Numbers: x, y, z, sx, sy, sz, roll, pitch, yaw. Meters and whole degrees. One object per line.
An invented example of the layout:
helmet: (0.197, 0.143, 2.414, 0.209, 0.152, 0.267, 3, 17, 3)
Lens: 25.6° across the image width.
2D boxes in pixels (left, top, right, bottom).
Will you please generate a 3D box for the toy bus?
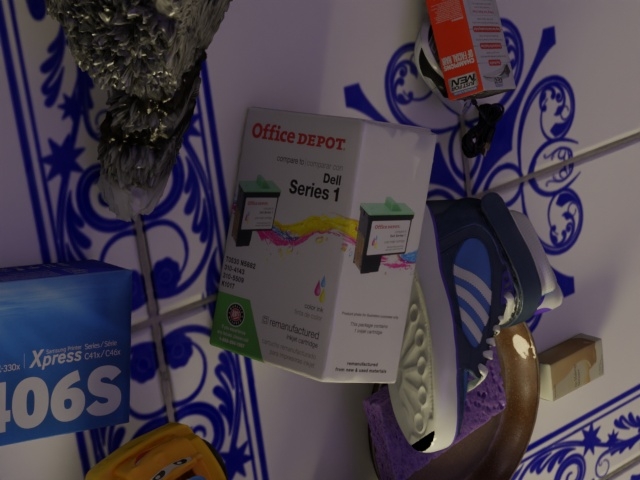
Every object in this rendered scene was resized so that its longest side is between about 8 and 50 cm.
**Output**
toy bus: (-0.111, 0.303, 1.405, 0.149, 0.211, 0.220, -29, 101, -31)

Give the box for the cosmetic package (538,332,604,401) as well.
cosmetic package: (0.347, 0.178, 1.984, 0.115, 0.041, 0.060, -22, 113, -36)

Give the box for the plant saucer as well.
plant saucer: (0.167, 0.214, 1.831, 0.311, 0.050, 0.310, -10, 105, -39)

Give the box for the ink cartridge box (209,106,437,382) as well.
ink cartridge box: (0.000, 0.000, 1.541, 0.117, 0.201, 0.278, 7, 93, -42)

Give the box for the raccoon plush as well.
raccoon plush: (-0.252, -0.239, 1.321, 0.216, 0.299, 0.446, -57, 171, -64)

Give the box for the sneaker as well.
sneaker: (0.205, 0.098, 1.703, 0.236, 0.130, 0.322, 6, 64, -23)

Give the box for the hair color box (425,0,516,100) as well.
hair color box: (0.178, -0.256, 1.704, 0.093, 0.053, 0.167, -12, 88, -57)

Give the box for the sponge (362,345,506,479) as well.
sponge: (0.147, 0.204, 1.759, 0.210, 0.031, 0.117, -29, 116, -34)

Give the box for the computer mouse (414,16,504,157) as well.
computer mouse: (0.163, -0.194, 1.748, 0.193, 0.042, 0.106, 54, 44, -30)

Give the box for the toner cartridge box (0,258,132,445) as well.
toner cartridge box: (-0.346, 0.116, 1.349, 0.348, 0.075, 0.165, -6, 101, -40)
